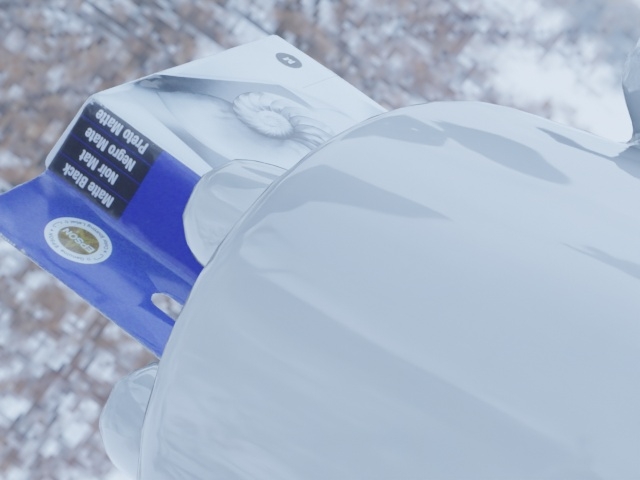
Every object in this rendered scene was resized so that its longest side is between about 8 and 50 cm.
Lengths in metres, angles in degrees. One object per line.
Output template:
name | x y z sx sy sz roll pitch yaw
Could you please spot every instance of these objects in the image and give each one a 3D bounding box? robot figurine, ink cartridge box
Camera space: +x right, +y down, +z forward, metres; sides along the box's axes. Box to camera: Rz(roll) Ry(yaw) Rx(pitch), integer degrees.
robot figurine | 0.090 0.080 0.464 0.200 0.299 0.353 16 -173 -45
ink cartridge box | 0.000 0.000 0.763 0.223 0.045 0.224 35 -148 15
